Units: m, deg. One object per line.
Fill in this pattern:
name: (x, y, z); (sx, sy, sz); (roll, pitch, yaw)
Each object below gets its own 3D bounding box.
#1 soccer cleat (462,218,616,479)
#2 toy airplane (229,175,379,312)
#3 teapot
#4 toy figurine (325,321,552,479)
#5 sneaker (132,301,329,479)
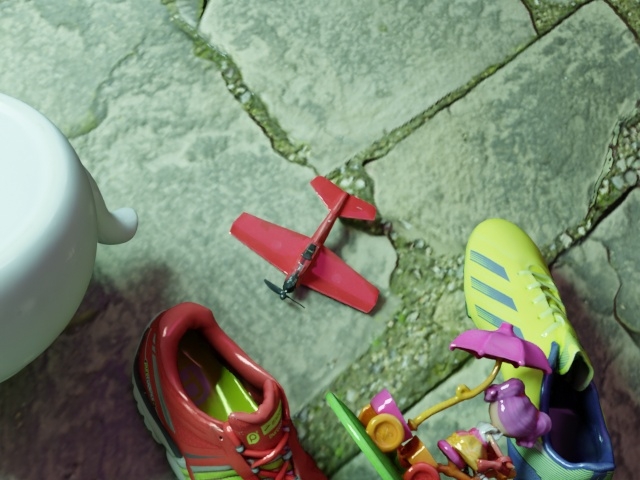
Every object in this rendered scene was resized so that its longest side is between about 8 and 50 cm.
soccer cleat: (0.195, 0.093, 0.979); (0.093, 0.121, 0.289); (3, 57, -17)
toy airplane: (0.000, 0.000, 1.029); (0.151, 0.028, 0.151); (9, 55, -13)
teapot: (-0.278, 0.027, 0.816); (0.256, 0.187, 0.252); (1, 48, 0)
toy figurine: (0.117, 0.144, 0.884); (0.159, 0.130, 0.173); (-36, 95, -3)
sneaker: (-0.050, 0.166, 0.844); (0.107, 0.118, 0.279); (-31, 72, -32)
